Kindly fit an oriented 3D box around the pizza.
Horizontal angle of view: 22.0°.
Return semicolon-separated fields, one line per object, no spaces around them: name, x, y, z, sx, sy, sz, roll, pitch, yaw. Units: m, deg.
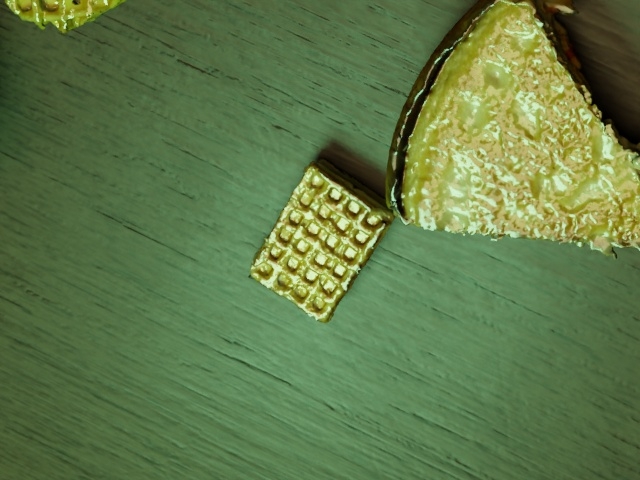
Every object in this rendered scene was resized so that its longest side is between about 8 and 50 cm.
pizza;0.204;-0.111;1.494;0.287;0.074;0.251;9;116;13

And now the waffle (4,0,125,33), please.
waffle;-0.241;-0.284;1.577;0.194;0.051;0.149;-26;104;27

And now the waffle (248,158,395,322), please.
waffle;0.001;0.000;1.628;0.102;0.042;0.148;34;119;3
